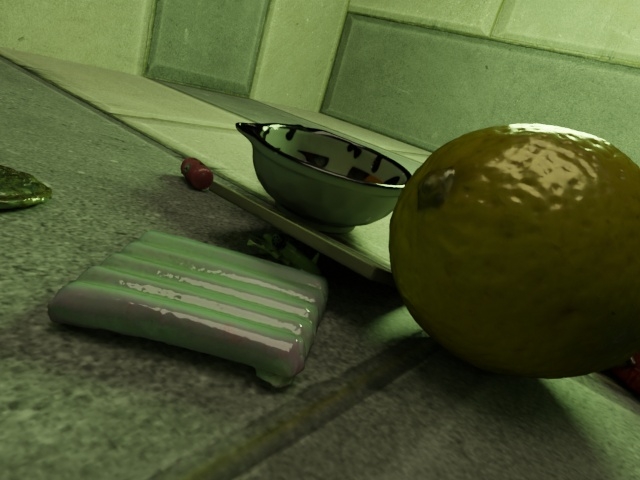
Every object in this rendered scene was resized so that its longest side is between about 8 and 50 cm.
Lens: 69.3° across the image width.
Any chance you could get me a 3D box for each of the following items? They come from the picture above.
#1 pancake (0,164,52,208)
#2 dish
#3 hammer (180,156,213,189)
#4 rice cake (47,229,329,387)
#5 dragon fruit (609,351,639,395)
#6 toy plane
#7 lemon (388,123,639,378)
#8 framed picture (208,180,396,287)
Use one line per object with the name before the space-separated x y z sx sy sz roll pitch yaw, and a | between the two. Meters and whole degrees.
pancake | -0.369 -0.061 0.518 0.116 0.022 0.129 26 20 18
dish | 0.004 -0.097 0.777 0.303 0.120 0.303 15 23 -7
hammer | -0.210 -0.114 0.781 0.043 0.043 0.083 3 24 -35
rice cake | -0.095 0.050 0.417 0.198 0.037 0.189 18 18 3
dragon fruit | 0.388 0.102 0.558 0.121 0.127 0.161 13 18 -34
toy plane | -0.038 0.017 0.556 0.111 0.040 0.102 28 11 35
lemon | 0.199 0.011 0.458 0.268 0.267 0.267 15 19 -5
framed picture | 0.000 0.000 0.585 0.250 0.016 0.184 29 3 31
